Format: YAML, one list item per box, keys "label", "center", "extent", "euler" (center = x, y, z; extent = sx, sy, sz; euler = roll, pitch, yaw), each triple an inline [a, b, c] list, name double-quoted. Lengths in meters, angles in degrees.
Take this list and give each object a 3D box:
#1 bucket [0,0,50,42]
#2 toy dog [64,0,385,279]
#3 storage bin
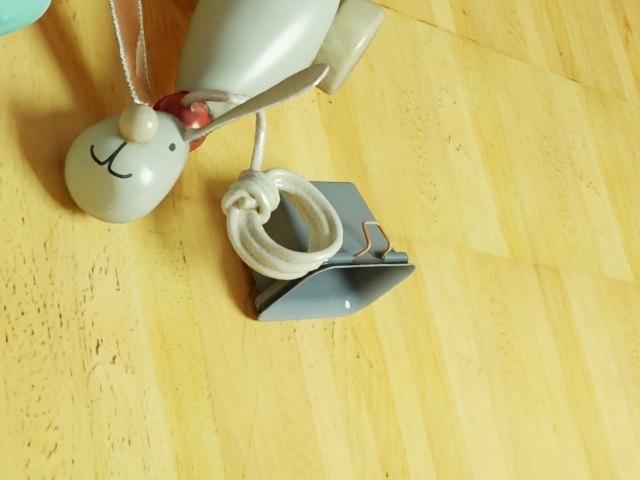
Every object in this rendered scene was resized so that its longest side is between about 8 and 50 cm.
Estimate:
- label: "bucket"
  center: [-0.278, -0.210, 0.781]
  extent: [0.183, 0.281, 0.281]
  euler: [-26, 90, -45]
- label: "toy dog"
  center: [-0.055, -0.152, 1.087]
  extent: [0.220, 0.161, 0.333]
  euler: [17, 46, -9]
- label: "storage bin"
  center: [0.000, 0.000, 1.155]
  extent: [0.135, 0.098, 0.091]
  euler: [-2, 60, -52]
